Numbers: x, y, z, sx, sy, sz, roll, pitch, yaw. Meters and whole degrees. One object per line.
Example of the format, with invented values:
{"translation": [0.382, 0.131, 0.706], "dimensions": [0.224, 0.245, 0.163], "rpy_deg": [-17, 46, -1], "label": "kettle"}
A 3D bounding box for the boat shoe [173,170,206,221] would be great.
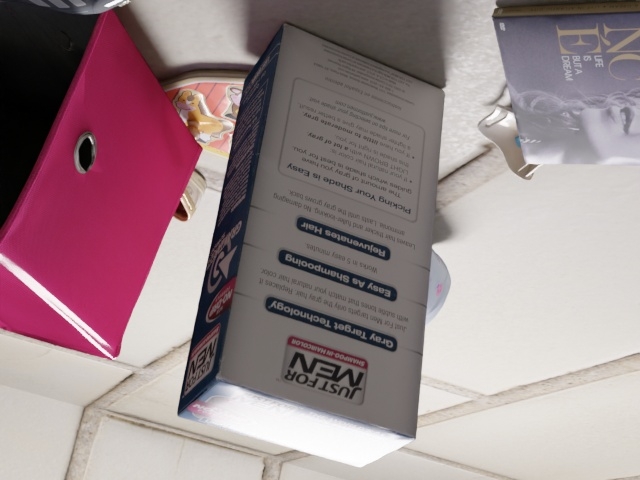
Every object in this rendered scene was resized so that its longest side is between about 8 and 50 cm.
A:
{"translation": [-0.193, -0.074, 1.219], "dimensions": [0.063, 0.059, 0.170], "rpy_deg": [-5, 152, 34], "label": "boat shoe"}

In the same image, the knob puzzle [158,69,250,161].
{"translation": [-0.086, -0.118, 1.104], "dimensions": [0.213, 0.030, 0.213], "rpy_deg": [10, 157, 4], "label": "knob puzzle"}

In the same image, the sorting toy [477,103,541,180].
{"translation": [0.190, -0.102, 1.002], "dimensions": [0.075, 0.044, 0.083], "rpy_deg": [24, 156, -10], "label": "sorting toy"}

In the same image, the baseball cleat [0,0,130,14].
{"translation": [-0.238, -0.224, 0.851], "dimensions": [0.206, 0.072, 0.109], "rpy_deg": [1, 175, 23], "label": "baseball cleat"}

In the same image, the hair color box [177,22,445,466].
{"translation": [0.000, 0.000, 0.919], "dimensions": [0.174, 0.347, 0.105], "rpy_deg": [20, 148, -18], "label": "hair color box"}

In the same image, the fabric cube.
{"translation": [-0.301, -0.067, 1.005], "dimensions": [0.259, 0.254, 0.258], "rpy_deg": [11, 157, 19], "label": "fabric cube"}

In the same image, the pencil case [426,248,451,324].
{"translation": [0.059, 0.007, 1.225], "dimensions": [0.124, 0.113, 0.273], "rpy_deg": [22, 165, 30], "label": "pencil case"}

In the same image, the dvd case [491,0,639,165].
{"translation": [0.262, -0.123, 0.866], "dimensions": [0.221, 0.018, 0.164], "rpy_deg": [3, 138, 26], "label": "dvd case"}
